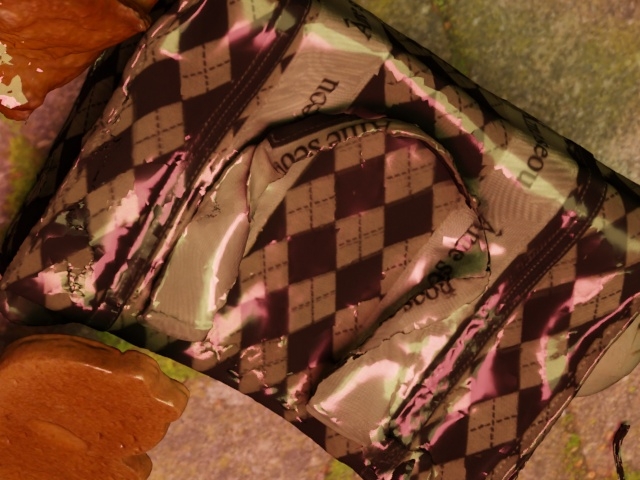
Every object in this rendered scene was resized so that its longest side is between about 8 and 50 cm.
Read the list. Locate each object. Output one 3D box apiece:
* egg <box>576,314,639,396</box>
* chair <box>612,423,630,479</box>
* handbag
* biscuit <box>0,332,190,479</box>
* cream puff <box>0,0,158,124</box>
[{"bbox_3d":[0.210,0.044,1.521,0.131,0.131,0.164,21,92,-30],"label":"egg"},{"bbox_3d":[0.217,0.281,1.616,0.149,0.174,0.213,-2,104,-19],"label":"chair"},{"bbox_3d":[0.000,0.000,1.357,0.416,0.180,0.316,31,102,-17],"label":"handbag"},{"bbox_3d":[-0.186,0.124,1.360,0.166,0.036,0.225,27,142,-14],"label":"biscuit"},{"bbox_3d":[-0.167,-0.196,1.175,0.155,0.269,0.241,42,126,-17],"label":"cream puff"}]
